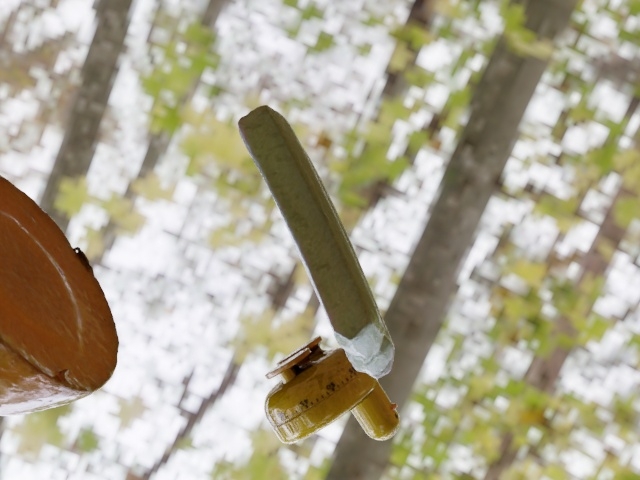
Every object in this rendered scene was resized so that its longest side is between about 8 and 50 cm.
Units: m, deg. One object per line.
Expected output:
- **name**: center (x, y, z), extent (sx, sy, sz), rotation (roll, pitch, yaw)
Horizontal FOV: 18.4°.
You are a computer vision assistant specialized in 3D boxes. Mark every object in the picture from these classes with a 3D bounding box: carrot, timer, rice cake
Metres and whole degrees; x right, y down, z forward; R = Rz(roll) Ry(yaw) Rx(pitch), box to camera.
- **carrot**: center (-0.312, 0.038, 1.881), extent (0.307, 0.100, 0.258), rotation (48, -160, -48)
- **timer**: center (0.007, 0.147, 1.769), extent (0.109, 0.107, 0.107), rotation (57, -150, -1)
- **rice cake**: center (-0.001, -0.001, 1.491), extent (0.222, 0.042, 0.080), rotation (65, -172, 32)
